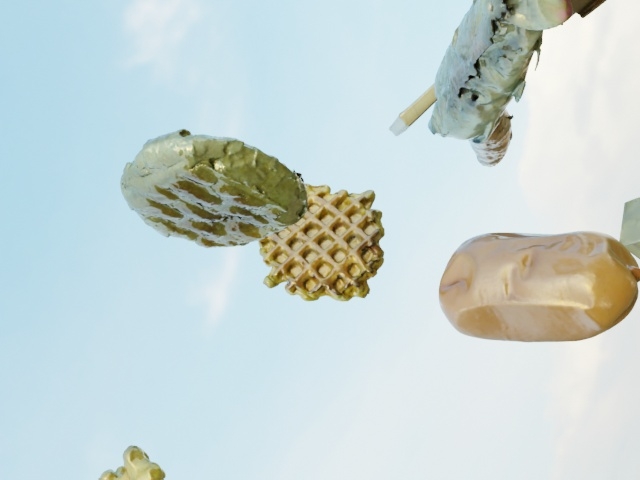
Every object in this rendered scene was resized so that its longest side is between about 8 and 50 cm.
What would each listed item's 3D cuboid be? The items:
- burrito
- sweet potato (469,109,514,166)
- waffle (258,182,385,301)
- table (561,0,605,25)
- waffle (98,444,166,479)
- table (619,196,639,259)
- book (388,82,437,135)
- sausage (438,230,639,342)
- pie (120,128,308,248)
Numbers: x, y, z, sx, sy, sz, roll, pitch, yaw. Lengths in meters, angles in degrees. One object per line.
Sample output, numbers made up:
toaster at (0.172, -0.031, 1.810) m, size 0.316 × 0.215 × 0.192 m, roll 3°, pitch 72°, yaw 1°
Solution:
burrito at (0.148, -0.160, 0.940) m, size 0.309 × 0.066 × 0.096 m, roll 113°, pitch 152°, yaw -71°
sweet potato at (0.242, -0.156, 1.479) m, size 0.314 × 0.072 × 0.066 m, roll 31°, pitch -125°, yaw -71°
waffle at (0.000, 0.000, 1.911) m, size 0.058 × 0.238 × 0.243 m, roll 70°, pitch -163°, yaw -60°
table at (0.214, -0.243, 0.907) m, size 0.082 × 0.083 × 0.070 m, roll -40°, pitch -25°, yaw 30°
waffle at (-0.237, 0.407, 1.228) m, size 0.058 × 0.281 × 0.300 m, roll 19°, pitch -80°, yaw -53°
table at (0.488, -0.012, 1.520) m, size 0.083 × 0.062 × 0.079 m, roll 32°, pitch -121°, yaw -27°
book at (0.211, -0.257, 1.543) m, size 0.269 × 0.025 × 0.191 m, roll -43°, pitch 2°, yaw 0°
sausage at (0.253, 0.050, 1.213) m, size 0.120 × 0.241 × 0.136 m, roll 56°, pitch -132°, yaw -40°
pie at (-0.157, -0.067, 1.567) m, size 0.306 × 0.306 × 0.071 m, roll 55°, pitch -144°, yaw -60°
